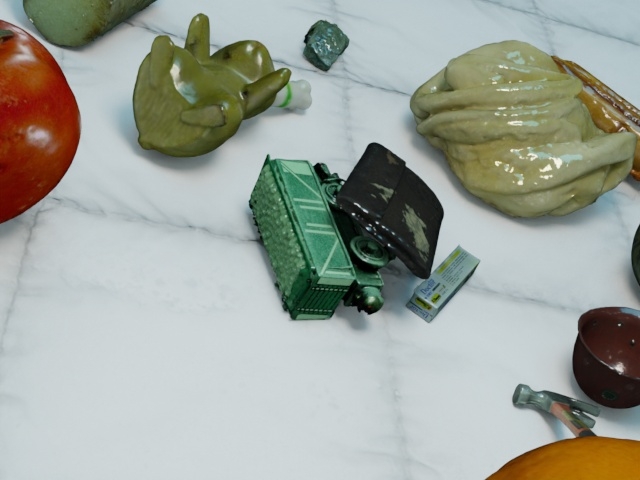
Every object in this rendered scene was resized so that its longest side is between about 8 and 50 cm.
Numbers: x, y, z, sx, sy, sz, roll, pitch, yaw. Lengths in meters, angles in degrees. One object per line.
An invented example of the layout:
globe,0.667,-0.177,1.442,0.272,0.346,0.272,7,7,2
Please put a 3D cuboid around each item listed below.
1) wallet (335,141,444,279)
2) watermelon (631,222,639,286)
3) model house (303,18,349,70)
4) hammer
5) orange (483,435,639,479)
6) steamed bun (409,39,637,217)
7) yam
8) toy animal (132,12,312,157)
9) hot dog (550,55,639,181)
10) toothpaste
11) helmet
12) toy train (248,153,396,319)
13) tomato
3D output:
wallet,0.115,-0.054,1.614,0.170,0.044,0.321,44,19,-5
watermelon,0.609,0.025,1.759,0.212,0.212,0.212,14,39,-12
model house,0.000,-0.356,2.013,0.079,0.066,0.083,36,56,-2
hammer,0.341,0.253,1.389,0.111,0.033,0.288,14,11,-11
orange,0.312,0.394,1.078,0.424,0.326,0.424,14,21,-5
steamed bun,0.350,-0.205,1.880,0.372,0.230,0.325,41,38,24
yam,-0.364,-0.439,1.834,0.161,0.161,0.268,30,36,7
toy animal,-0.140,-0.253,1.708,0.181,0.180,0.363,40,41,9
hot dog,0.541,-0.222,2.082,0.349,0.117,0.158,41,21,18
toothpaste,0.185,0.061,1.631,0.046,0.034,0.164,35,39,13
helmet,0.426,0.176,1.564,0.155,0.106,0.175,26,37,12
toy train,0.000,0.000,1.550,0.154,0.115,0.269,-1,50,-26
tomato,-0.470,-0.139,1.317,0.293,0.290,0.325,39,39,15
